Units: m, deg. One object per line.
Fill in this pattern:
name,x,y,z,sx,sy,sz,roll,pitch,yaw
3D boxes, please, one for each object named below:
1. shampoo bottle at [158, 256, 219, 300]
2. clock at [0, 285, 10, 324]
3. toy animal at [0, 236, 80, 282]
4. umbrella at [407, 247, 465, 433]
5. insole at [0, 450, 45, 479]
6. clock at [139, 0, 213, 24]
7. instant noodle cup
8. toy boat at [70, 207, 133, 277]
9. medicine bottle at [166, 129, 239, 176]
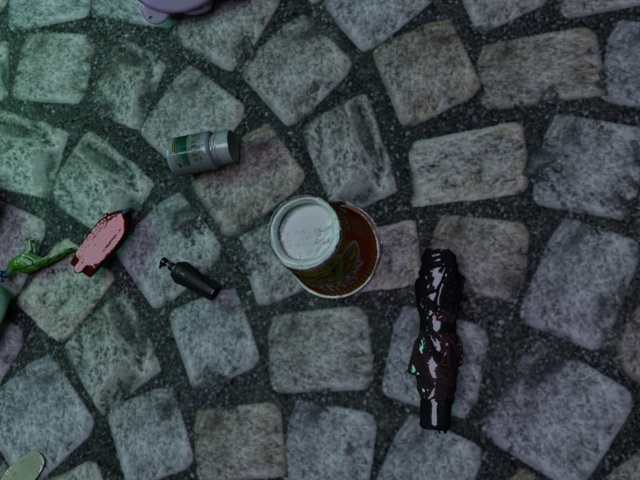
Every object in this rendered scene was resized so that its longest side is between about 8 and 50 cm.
shampoo bottle,-0.263,0.073,1.615,0.137,0.027,0.048,30,88,18
clock,-0.752,0.176,1.685,0.159,0.066,0.211,22,98,-14
toy animal,-0.586,0.023,1.710,0.217,0.041,0.075,-18,78,8
umbrella,0.206,0.176,1.437,0.090,0.094,0.326,10,79,-28
insole,-0.633,0.504,1.656,0.063,0.010,0.192,43,93,18
clock,-0.286,-0.570,1.646,0.248,0.090,0.227,-22,115,16
instant noodle cup,0.000,0.000,1.457,0.193,0.212,0.193,-3,80,15
toy boat,-0.441,0.000,1.658,0.069,0.059,0.173,36,81,-3
medicine bottle,-0.234,-0.177,1.621,0.130,0.080,0.080,-10,78,15
